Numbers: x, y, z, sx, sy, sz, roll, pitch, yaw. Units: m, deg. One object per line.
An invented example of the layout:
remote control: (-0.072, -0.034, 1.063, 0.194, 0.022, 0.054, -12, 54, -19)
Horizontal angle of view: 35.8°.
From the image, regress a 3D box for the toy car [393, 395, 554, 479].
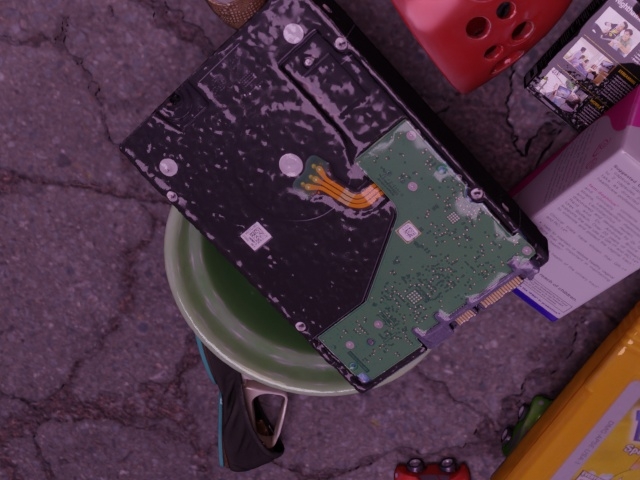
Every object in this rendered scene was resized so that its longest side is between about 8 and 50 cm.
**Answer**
toy car: (0.229, 0.285, 1.201, 0.239, 0.053, 0.225, 25, 118, -1)

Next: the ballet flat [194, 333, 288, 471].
ballet flat: (-0.089, 0.163, 1.197, 0.096, 0.095, 0.280, -4, 125, 3)

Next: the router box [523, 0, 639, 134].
router box: (0.312, -0.149, 0.978, 0.179, 0.046, 0.133, 38, 117, -8)

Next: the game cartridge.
game cartridge: (0.391, 0.229, 1.089, 0.285, 0.052, 0.323, 26, 120, -8)

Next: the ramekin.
ramekin: (0.000, 0.000, 1.059, 0.303, 0.148, 0.303, 5, 116, 10)

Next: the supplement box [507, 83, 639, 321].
supplement box: (0.268, -0.032, 0.967, 0.114, 0.111, 0.220, 36, 140, -6)

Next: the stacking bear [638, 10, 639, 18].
stacking bear: (0.457, -0.155, 0.878, 0.289, 0.175, 0.164, 36, 107, -21)

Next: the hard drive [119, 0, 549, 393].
hard drive: (0.014, -0.043, 0.915, 0.237, 0.064, 0.339, -39, 101, 25)

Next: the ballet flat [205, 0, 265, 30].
ballet flat: (-0.115, -0.299, 0.984, 0.073, 0.067, 0.206, -17, 111, 19)

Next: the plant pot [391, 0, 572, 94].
plant pot: (0.148, -0.254, 0.888, 0.174, 0.191, 0.191, -32, 105, 14)
